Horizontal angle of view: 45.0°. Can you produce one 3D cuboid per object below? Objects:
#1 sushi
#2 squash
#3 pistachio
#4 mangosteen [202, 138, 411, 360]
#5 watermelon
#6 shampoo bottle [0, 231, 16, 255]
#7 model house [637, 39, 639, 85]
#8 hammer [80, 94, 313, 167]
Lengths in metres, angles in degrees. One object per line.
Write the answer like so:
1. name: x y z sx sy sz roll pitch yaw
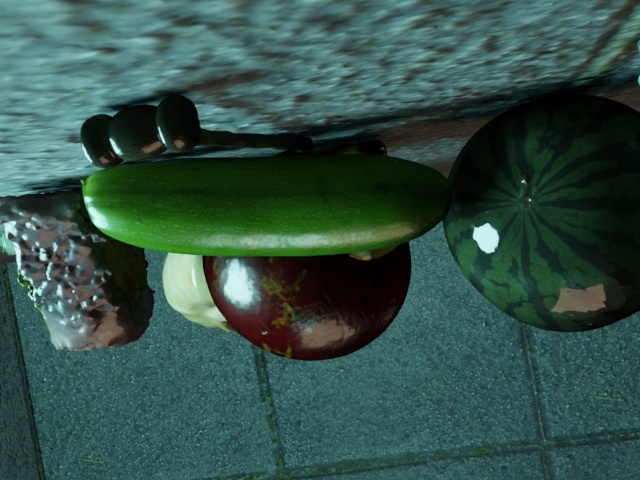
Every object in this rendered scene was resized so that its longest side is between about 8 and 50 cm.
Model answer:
1. sushi: -0.231 0.032 0.751 0.107 0.162 0.241 -9 -178 -1
2. squash: -0.042 -0.029 0.621 0.292 0.082 0.082 -1 -179 0
3. pistachio: -0.128 0.032 1.230 0.229 0.230 0.309 -10 -162 22
4. mangosteen: 0.000 0.000 0.760 0.215 0.215 0.257 -11 153 -34
5. watermelon: 0.212 -0.023 0.669 0.212 0.212 0.212 -10 -179 0
6. shampoo bottle: -0.306 -0.007 0.957 0.204 0.065 0.065 -10 -179 -18
7. model house: 0.356 -0.064 0.375 0.357 0.243 0.313 33 172 38
8. hammer: -0.051 -0.067 0.511 0.058 0.029 0.292 -7 -177 18
